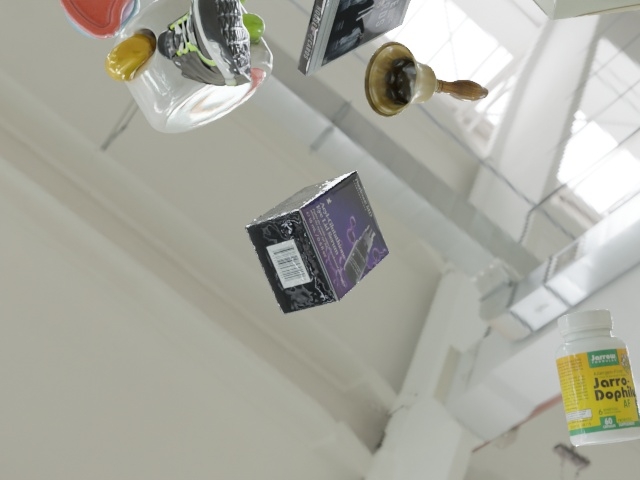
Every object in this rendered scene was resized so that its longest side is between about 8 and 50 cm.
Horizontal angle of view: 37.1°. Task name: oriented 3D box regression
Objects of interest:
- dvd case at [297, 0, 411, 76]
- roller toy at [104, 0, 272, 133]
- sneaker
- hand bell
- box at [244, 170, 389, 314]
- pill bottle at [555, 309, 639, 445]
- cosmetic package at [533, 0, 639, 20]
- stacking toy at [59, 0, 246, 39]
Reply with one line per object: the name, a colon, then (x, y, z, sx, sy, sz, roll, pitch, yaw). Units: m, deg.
dvd case: (0.070, -0.376, 1.524, 0.239, 0.179, 0.029, -34, -112, -31)
roller toy: (-0.178, -0.250, 1.298, 0.209, 0.191, 0.146, -31, -98, -3)
sneaker: (-0.131, -0.207, 1.030, 0.097, 0.234, 0.084, -2, -96, 1)
hand bell: (0.207, -0.268, 1.651, 0.242, 0.126, 0.126, -1, -120, -39)
box: (0.000, 0.000, 1.476, 0.207, 0.108, 0.153, -40, -70, -55)
pill bottle: (0.448, 0.223, 1.550, 0.118, 0.118, 0.208, 5, -109, -36)
cosmetic package: (0.533, -0.500, 1.725, 0.310, 0.113, 0.160, -10, -136, -12)
stacking toy: (-0.278, -0.436, 1.647, 0.279, 0.130, 0.309, 40, -100, 2)
